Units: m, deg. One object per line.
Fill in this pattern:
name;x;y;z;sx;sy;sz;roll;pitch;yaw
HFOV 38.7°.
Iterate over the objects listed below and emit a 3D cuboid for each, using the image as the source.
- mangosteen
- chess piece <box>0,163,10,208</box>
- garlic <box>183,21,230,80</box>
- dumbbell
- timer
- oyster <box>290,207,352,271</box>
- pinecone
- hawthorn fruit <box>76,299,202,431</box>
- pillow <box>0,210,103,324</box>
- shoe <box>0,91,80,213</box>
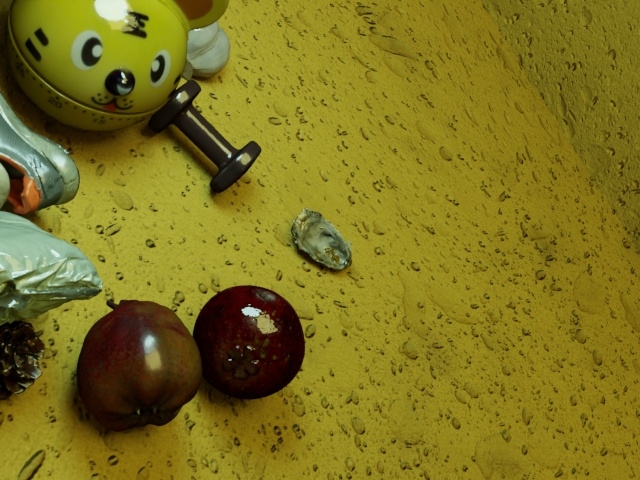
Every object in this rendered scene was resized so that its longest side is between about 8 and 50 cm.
mangosteen;-0.133;0.180;1.727;0.215;0.215;0.257;45;11;-10
chess piece;-0.576;-0.138;1.399;0.261;0.143;0.143;44;37;22
garlic;-0.298;-0.479;2.047;0.229;0.143;0.178;22;52;-20
dumbbell;-0.242;-0.218;1.921;0.225;0.140;0.124;44;24;-9
timer;-0.401;-0.396;1.711;0.376;0.387;0.376;23;48;-28
oyster;0.005;0.006;2.061;0.177;0.056;0.105;29;59;-25
pinecone;-0.499;0.181;1.432;0.140;0.121;0.140;20;62;-45
hawthorn fruit;-0.317;0.192;1.545;0.208;0.208;0.248;5;48;-40
pillow;-0.522;0.032;1.431;0.310;0.138;0.283;27;22;35
shoe;-0.584;-0.157;1.548;0.336;0.132;0.171;41;37;0
